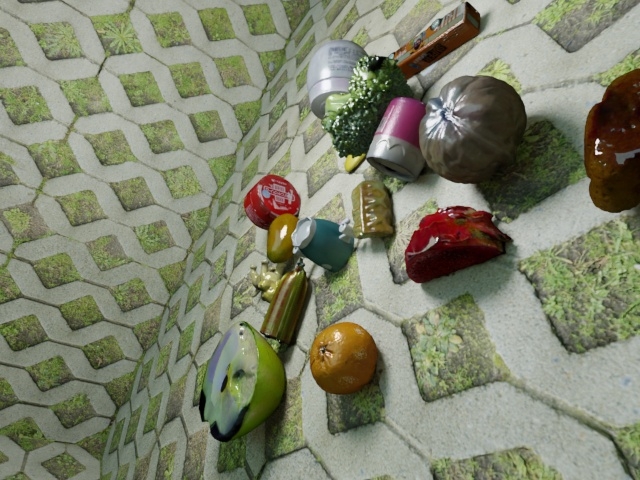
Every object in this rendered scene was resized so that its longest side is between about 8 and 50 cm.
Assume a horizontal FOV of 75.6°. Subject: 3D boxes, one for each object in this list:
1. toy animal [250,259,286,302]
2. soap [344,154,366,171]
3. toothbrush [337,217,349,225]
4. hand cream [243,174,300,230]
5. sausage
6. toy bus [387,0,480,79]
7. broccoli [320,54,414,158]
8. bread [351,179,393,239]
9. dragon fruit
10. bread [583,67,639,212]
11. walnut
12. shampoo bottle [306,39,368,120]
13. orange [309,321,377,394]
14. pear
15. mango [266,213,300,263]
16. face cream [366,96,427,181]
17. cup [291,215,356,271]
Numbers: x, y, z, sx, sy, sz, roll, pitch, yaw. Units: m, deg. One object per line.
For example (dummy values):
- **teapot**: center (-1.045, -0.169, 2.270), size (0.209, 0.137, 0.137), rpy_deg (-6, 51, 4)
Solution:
- **toy animal**: center (-0.221, 0.166, 1.700), size (0.233, 0.121, 0.169), rpy_deg (-1, 78, 61)
- **soap**: center (0.147, -0.331, 1.567), size (0.168, 0.033, 0.089), rpy_deg (-43, 38, 34)
- **toothbrush**: center (0.010, -0.009, 1.547), size (0.286, 0.025, 0.020), rpy_deg (-38, 39, 38)
- **hand cream**: center (-0.218, -0.166, 1.841), size (0.149, 0.230, 0.230), rpy_deg (-37, 39, 44)
- **sausage**: center (-0.116, 0.208, 1.476), size (0.125, 0.117, 0.318), rpy_deg (85, -157, -76)
- **toy bus**: center (0.355, -0.660, 1.430), size (0.408, 0.093, 0.092), rpy_deg (-16, 61, 54)
- **broccoli**: center (0.165, -0.446, 1.393), size (0.338, 0.277, 0.318), rpy_deg (-44, 41, 20)
- **bread**: center (0.155, -0.102, 1.297), size (0.128, 0.088, 0.232), rpy_deg (-16, 47, 19)
- **dragon fruit**: center (0.296, 0.000, 0.969), size (0.261, 0.189, 0.163), rpy_deg (-26, 77, 43)
- **bread**: center (0.557, -0.176, 0.675), size (0.232, 0.135, 0.247), rpy_deg (-5, 60, 42)
- **walnut**: center (0.358, -0.254, 0.969), size (0.248, 0.248, 0.249), rpy_deg (-38, 38, 38)
- **shampoo bottle**: center (0.079, -0.639, 1.677), size (0.273, 0.272, 0.267), rpy_deg (-15, 65, 54)
- **orange**: center (0.056, 0.307, 1.084), size (0.193, 0.161, 0.193), rpy_deg (-45, 30, 35)
- **pear**: center (-0.254, 0.494, 1.433), size (0.398, 0.165, 0.399), rpy_deg (-37, 39, 39)
- **mango**: center (-0.145, -0.009, 1.686), size (0.151, 0.120, 0.221), rpy_deg (-8, 56, 23)
- **face cream**: center (0.249, -0.296, 1.229), size (0.175, 0.175, 0.195), rpy_deg (25, 89, 61)
- **cup**: center (0.000, 0.000, 1.403), size (0.299, 0.173, 0.168), rpy_deg (-26, 45, 49)
